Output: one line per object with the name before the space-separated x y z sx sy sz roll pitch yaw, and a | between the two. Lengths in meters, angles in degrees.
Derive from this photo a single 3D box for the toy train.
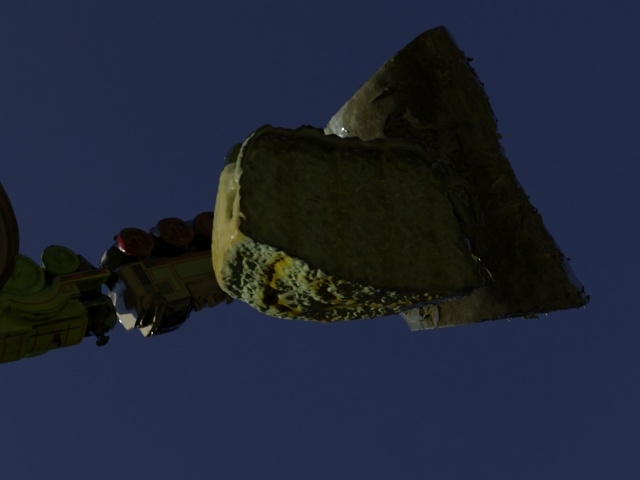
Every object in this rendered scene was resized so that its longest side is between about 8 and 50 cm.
toy train | -0.146 0.034 1.055 0.249 0.085 0.053 -13 -39 -37

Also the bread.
bread | 0.004 0.002 0.929 0.156 0.110 0.103 14 -124 -22

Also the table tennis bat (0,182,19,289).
table tennis bat | -0.238 -0.013 0.868 0.107 0.119 0.170 -7 -66 13

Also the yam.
yam | 0.100 -0.029 1.315 0.154 0.154 0.254 -27 -92 -17
